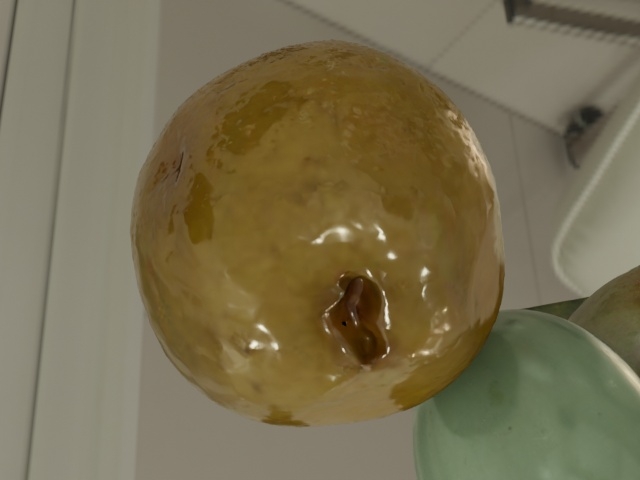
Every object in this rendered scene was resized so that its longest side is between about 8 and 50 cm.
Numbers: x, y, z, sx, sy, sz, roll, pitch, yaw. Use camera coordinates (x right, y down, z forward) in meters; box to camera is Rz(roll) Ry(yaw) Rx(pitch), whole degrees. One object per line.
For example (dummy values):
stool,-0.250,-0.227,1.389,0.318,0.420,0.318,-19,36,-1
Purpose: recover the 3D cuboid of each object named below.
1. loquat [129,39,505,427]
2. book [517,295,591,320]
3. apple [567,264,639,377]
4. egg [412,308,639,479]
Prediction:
loquat,0.000,0.000,0.790,0.208,0.208,0.208,-1,141,-1
book,0.207,0.164,1.209,0.160,0.228,0.024,-9,166,-13
apple,0.212,0.164,1.052,0.120,0.193,0.265,0,114,-7
egg,0.131,0.132,0.851,0.149,0.149,0.192,-24,92,24
